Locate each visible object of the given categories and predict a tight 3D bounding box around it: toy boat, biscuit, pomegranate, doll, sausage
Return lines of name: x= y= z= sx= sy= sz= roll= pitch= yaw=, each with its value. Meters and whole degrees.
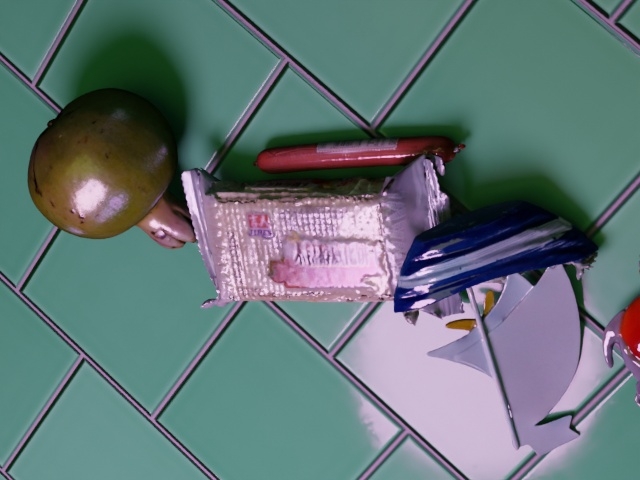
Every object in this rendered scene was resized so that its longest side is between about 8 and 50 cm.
toy boat: x=0.206 y=0.108 z=1.178 sx=0.220 sy=0.067 sz=0.291 roll=-19 pitch=105 yaw=3
biscuit: x=0.000 y=-0.005 z=1.242 sx=0.309 sy=0.079 sz=0.186 roll=1 pitch=111 yaw=24
pomegranate: x=-0.227 y=-0.079 z=1.279 sx=0.210 sy=0.179 sz=0.179 roll=17 pitch=112 yaw=-3
doll: x=0.348 y=0.078 z=1.126 sx=0.104 sy=0.062 sz=0.195 roll=12 pitch=102 yaw=1
sausage: x=0.037 y=-0.094 z=1.227 sx=0.253 sy=0.034 sz=0.034 roll=-1 pitch=104 yaw=25
